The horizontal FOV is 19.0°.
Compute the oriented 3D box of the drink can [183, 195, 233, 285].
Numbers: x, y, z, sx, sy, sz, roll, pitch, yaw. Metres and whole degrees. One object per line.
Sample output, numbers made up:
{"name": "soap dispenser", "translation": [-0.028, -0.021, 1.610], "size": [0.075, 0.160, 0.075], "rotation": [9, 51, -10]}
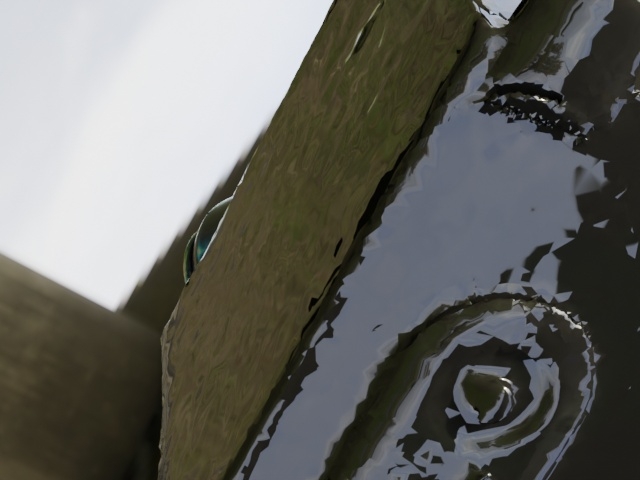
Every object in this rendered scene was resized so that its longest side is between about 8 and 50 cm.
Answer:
{"name": "drink can", "translation": [0.000, 0.000, 1.364], "size": [0.205, 0.118, 0.118], "rotation": [-25, -141, 43]}

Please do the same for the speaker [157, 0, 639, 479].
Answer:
{"name": "speaker", "translation": [0.096, 0.022, 0.666], "size": [0.254, 0.232, 0.184], "rotation": [-61, -161, 24]}
